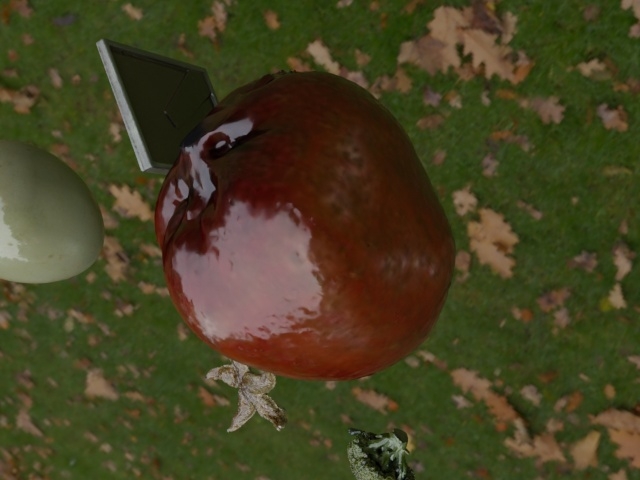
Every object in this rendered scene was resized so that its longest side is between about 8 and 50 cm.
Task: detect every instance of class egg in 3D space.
[{"bbox_3d":[-0.413,-0.035,1.367,0.188,0.189,0.253,-1,158,42],"label":"egg"}]

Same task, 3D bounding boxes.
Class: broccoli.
[{"bbox_3d":[0.110,0.387,1.732,0.130,0.131,0.120,29,114,-17],"label":"broccoli"}]

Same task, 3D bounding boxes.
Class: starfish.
[{"bbox_3d":[-0.146,0.273,1.854,0.236,0.062,0.277,50,148,15],"label":"starfish"}]

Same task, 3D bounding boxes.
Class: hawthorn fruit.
[{"bbox_3d":[-0.014,0.001,0.933,0.295,0.295,0.311,-14,112,48],"label":"hawthorn fruit"}]

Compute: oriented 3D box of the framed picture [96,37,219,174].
[{"bbox_3d":[-0.158,-0.137,1.073,0.015,0.203,0.150,-25,80,22],"label":"framed picture"}]
